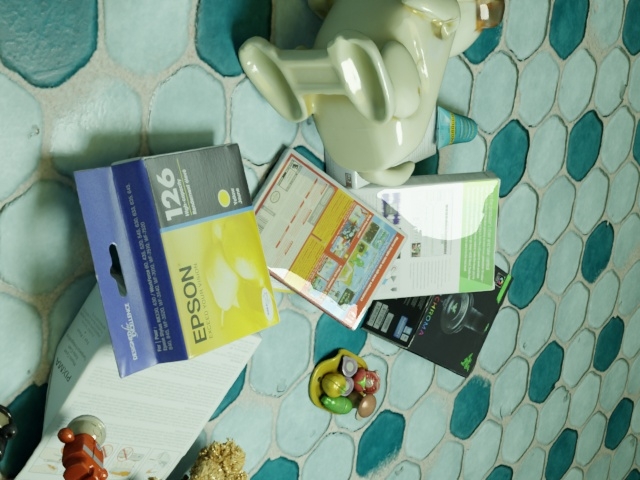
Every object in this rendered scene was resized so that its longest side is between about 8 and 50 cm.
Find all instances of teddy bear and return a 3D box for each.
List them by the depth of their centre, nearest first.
[{"bbox_3d":[-0.243,0.483,1.727,0.338,0.113,0.245,-23,138,-44],"label":"teddy bear"}]

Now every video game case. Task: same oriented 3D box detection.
[{"bbox_3d":[0.000,0.000,1.785,0.285,0.025,0.204,35,78,-22],"label":"video game case"}]

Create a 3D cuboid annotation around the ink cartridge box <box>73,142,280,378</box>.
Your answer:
[{"bbox_3d":[-0.203,0.018,1.518,0.307,0.072,0.304,-20,99,-56],"label":"ink cartridge box"}]

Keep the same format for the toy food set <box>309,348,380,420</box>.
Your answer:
[{"bbox_3d":[0.070,0.300,2.042,0.218,0.071,0.128,32,82,-49],"label":"toy food set"}]

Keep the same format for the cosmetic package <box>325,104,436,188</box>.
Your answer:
[{"bbox_3d":[0.113,-0.189,1.877,0.231,0.085,0.117,-23,121,-38],"label":"cosmetic package"}]

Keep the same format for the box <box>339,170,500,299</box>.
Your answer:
[{"bbox_3d":[0.171,-0.006,1.903,0.322,0.058,0.232,-3,114,-6],"label":"box"}]

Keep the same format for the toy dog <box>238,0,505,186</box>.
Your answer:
[{"bbox_3d":[0.141,-0.330,1.683,0.395,0.284,0.408,52,59,-27],"label":"toy dog"}]

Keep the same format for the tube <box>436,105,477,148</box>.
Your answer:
[{"bbox_3d":[0.258,-0.220,1.992,0.207,0.052,0.080,-13,98,-66],"label":"tube"}]

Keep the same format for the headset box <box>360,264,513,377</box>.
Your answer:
[{"bbox_3d":[0.254,0.132,2.126,0.283,0.131,0.246,31,83,-49],"label":"headset box"}]

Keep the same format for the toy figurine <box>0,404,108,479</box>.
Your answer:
[{"bbox_3d":[-0.413,0.348,1.443,0.213,0.148,0.210,6,110,-12],"label":"toy figurine"}]

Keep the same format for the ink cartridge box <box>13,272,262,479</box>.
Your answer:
[{"bbox_3d":[-0.311,0.257,1.630,0.308,0.091,0.385,23,105,-50],"label":"ink cartridge box"}]

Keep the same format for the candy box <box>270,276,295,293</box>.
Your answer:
[{"bbox_3d":[-0.007,0.048,1.825,0.205,0.027,0.105,10,98,-23],"label":"candy box"}]
